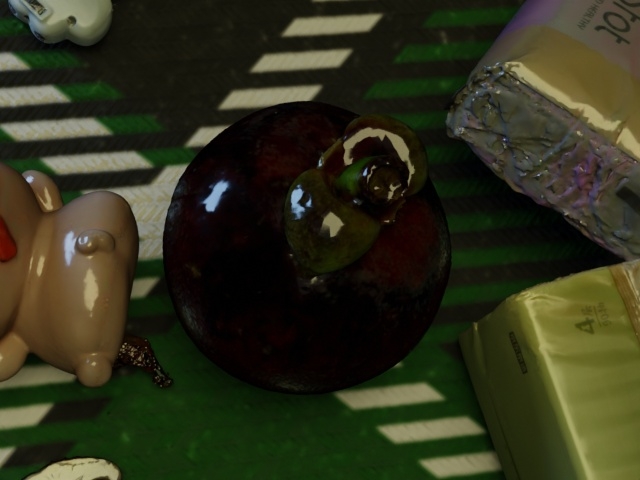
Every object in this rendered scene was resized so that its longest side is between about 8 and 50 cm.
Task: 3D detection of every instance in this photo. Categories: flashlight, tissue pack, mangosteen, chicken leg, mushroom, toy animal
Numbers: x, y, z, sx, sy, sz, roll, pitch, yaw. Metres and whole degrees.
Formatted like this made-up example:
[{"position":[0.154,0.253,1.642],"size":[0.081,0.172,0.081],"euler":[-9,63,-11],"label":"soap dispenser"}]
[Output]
[{"position":[-0.161,-0.233,1.113],"size":[0.093,0.047,0.200],"euler":[45,71,3],"label":"flashlight"},{"position":[0.202,0.146,1.014],"size":[0.125,0.159,0.234],"euler":[-15,79,-14],"label":"tissue pack"},{"position":[-0.008,0.006,0.991],"size":[0.216,0.216,0.216],"euler":[2,75,-9],"label":"mangosteen"},{"position":[-0.148,0.086,1.044],"size":[0.083,0.021,0.036],"euler":[13,66,-3],"label":"chicken leg"},{"position":[-0.192,0.186,1.011],"size":[0.101,0.019,0.049],"euler":[-21,79,-12],"label":"mushroom"},{"position":[0.236,-0.111,1.078],"size":[0.215,0.123,0.257],"euler":[37,44,2],"label":"tissue pack"},{"position":[-0.230,0.019,0.983],"size":[0.197,0.171,0.171],"euler":[15,74,-12],"label":"toy animal"}]
